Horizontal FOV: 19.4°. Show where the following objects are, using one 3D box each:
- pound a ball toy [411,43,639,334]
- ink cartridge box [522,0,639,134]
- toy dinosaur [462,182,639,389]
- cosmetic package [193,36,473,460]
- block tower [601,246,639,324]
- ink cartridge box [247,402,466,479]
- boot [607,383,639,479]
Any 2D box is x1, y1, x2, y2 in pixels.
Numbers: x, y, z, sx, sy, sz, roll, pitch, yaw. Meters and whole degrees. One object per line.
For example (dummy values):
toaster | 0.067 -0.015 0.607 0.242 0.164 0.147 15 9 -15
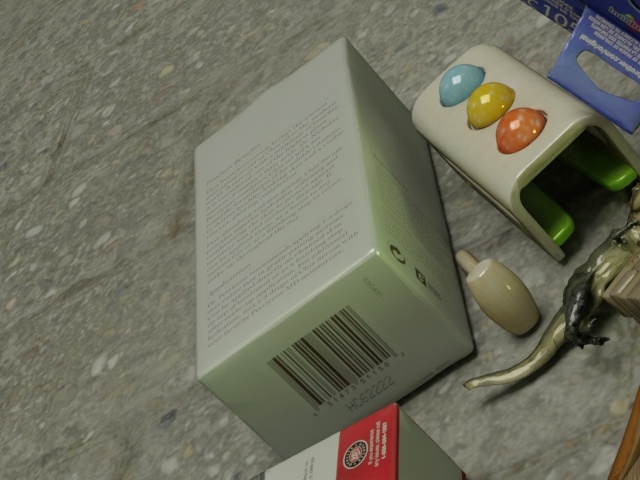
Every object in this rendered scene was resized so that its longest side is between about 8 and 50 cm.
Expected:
pound a ball toy | 0.174 -0.068 1.848 0.208 0.136 0.319 -43 26 2
ink cartridge box | 0.363 -0.286 1.734 0.395 0.270 0.151 -52 -10 -19
toy dinosaur | 0.245 0.052 1.668 0.268 0.064 0.118 -48 21 -4
cosmetic package | 0.000 0.000 1.956 0.230 0.161 0.453 -35 28 18
block tower | 0.334 0.041 1.425 0.091 0.097 0.335 -49 11 -9
ink cartridge box | -0.014 0.292 1.610 0.273 0.114 0.197 -29 31 24
boot | 0.241 0.217 1.406 0.220 0.109 0.283 -63 -1 21
